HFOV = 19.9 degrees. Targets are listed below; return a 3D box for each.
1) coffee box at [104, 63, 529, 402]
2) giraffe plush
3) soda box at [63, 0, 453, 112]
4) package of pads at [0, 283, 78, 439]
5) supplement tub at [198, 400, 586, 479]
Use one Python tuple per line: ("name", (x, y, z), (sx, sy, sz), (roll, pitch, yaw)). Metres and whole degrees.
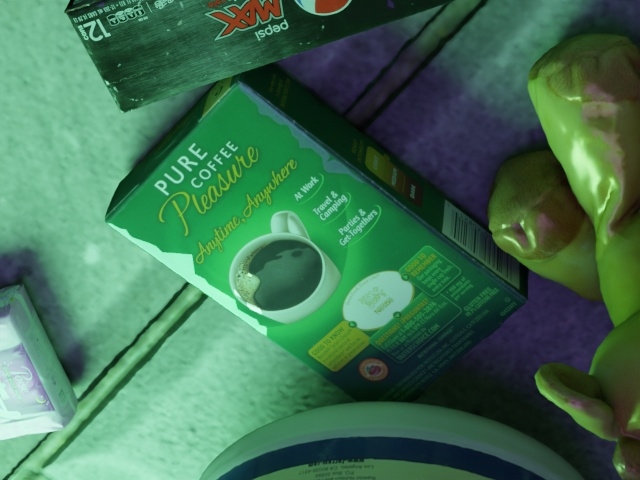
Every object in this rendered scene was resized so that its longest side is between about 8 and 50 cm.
("coffee box", (0.000, 0.000, 0.896), (0.184, 0.040, 0.113), (35, 123, -16))
("giraffe plush", (0.162, 0.029, 0.814), (0.181, 0.170, 0.210), (1, 124, 7))
("soda box", (-0.024, -0.116, 0.814), (0.169, 0.053, 0.060), (-16, 121, 19))
("package of pads", (-0.167, 0.065, 0.969), (0.050, 0.032, 0.083), (-11, 121, 16))
("supplement tub", (0.029, 0.267, 0.879), (0.235, 0.324, 0.235), (4, 137, 4))
